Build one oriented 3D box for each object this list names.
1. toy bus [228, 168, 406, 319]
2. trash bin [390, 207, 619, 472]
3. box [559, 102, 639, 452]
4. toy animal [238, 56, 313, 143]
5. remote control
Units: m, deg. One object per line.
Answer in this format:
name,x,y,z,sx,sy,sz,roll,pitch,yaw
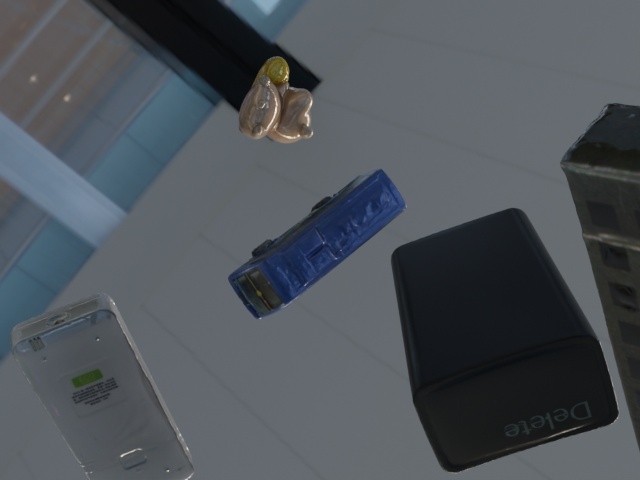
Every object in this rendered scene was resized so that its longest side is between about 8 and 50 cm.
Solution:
toy bus,0.000,0.000,0.823,0.153,0.051,0.061,-38,-176,-31
trash bin,0.161,0.084,0.990,0.165,0.115,0.225,-20,-148,7
box,0.213,0.101,0.416,0.047,0.325,0.180,-40,-145,-27
toy animal,-0.040,-0.143,1.113,0.091,0.082,0.114,-63,-175,5
remote control,-0.206,0.163,1.015,0.103,0.250,0.034,-22,-142,-4
